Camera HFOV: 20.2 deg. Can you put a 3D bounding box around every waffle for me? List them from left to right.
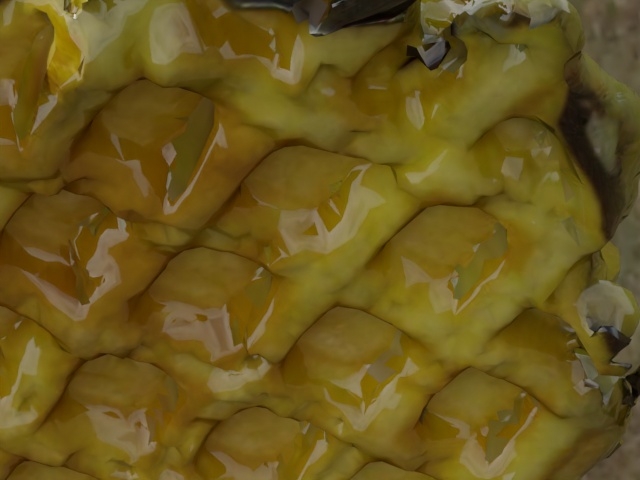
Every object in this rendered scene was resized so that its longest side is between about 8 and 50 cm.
[{"bbox_3d":[-0.067,0.033,0.664,0.382,0.380,0.095,-6,43,4],"label":"waffle"}]
